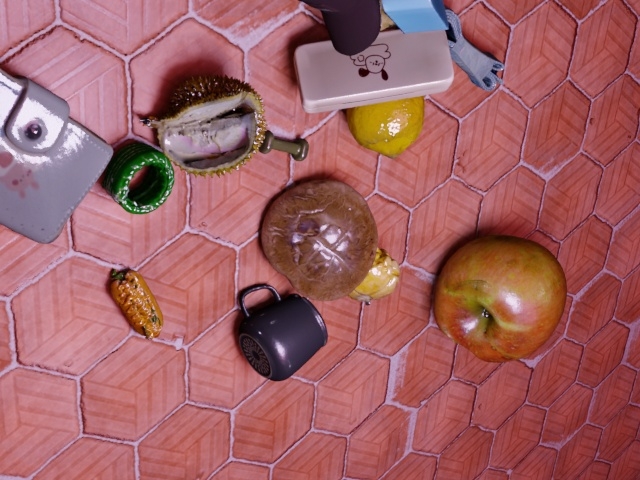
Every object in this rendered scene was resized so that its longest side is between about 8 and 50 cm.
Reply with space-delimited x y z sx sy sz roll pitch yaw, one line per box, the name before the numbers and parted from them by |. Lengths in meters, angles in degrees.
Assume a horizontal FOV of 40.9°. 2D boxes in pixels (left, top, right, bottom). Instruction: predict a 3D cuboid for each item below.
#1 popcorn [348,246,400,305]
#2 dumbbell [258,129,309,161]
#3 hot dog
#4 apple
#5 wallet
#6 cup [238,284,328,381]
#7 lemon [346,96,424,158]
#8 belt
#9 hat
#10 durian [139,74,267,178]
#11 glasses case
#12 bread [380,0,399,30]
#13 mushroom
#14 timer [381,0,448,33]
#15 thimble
popcorn | 0.107 0.077 2.052 0.148 0.167 0.152 61 30 -70
dumbbell | -0.080 -0.201 1.825 0.118 0.046 0.052 7 103 -40
hot dog | -0.375 0.132 1.773 0.072 0.055 0.188 -35 131 -16
apple | 0.477 0.146 2.259 0.340 0.339 0.339 -18 124 -30
wallet | -0.540 -0.158 1.472 0.252 0.083 0.360 -51 135 4
cup | -0.095 0.197 1.969 0.177 0.169 0.223 -30 98 -26
lemon | 0.142 -0.285 1.860 0.181 0.180 0.193 -1 120 -38
belt | 0.333 -0.447 1.992 0.302 0.072 0.087 29 96 -43
hat | -0.021 -0.493 1.574 0.209 0.238 0.336 -21 120 -28
durian | -0.216 -0.228 1.656 0.237 0.138 0.193 9 113 4
glasses case | 0.107 -0.350 1.750 0.313 0.070 0.131 -9 79 -2
bread | 0.100 -0.554 1.718 0.152 0.130 0.267 -61 149 -50
mushroom | 0.000 0.000 1.919 0.278 0.146 0.278 -3 104 -13
timer | 0.178 -0.535 1.616 0.232 0.091 0.249 -1 89 -71
thimble | -0.347 -0.117 1.635 0.130 0.090 0.118 -35 132 -18
